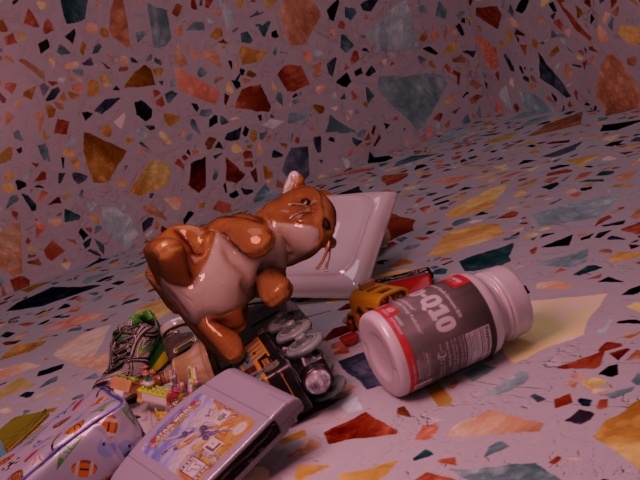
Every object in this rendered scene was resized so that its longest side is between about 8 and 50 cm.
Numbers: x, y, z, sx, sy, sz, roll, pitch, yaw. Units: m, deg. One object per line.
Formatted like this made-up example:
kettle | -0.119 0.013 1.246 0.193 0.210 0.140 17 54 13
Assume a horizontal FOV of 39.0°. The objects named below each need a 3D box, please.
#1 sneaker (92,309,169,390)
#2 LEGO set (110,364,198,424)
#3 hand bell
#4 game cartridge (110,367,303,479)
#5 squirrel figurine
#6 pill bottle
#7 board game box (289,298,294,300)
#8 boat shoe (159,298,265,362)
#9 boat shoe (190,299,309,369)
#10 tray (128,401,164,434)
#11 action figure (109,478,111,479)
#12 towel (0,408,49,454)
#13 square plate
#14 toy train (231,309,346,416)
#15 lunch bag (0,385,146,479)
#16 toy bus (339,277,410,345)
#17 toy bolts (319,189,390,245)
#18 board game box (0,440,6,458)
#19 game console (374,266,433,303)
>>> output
sneaker | -0.443 0.264 2.046 0.134 0.146 0.343 -16 14 8
LEGO set | -0.300 0.286 1.737 0.132 0.107 0.287 -8 21 -32
hand bell | -0.333 0.290 1.869 0.241 0.126 0.126 -20 13 0
game cartridge | -0.190 0.331 1.455 0.198 0.062 0.297 19 51 42
squirrel figurine | -0.155 0.018 1.848 0.370 0.281 0.397 -38 14 -18
pill bottle | 0.227 0.155 1.624 0.283 0.161 0.161 -22 14 -18
board game box | -0.110 0.124 2.442 0.136 0.035 0.201 -27 16 -37
boat shoe | -0.218 0.210 2.111 0.304 0.091 0.109 -14 -29 -8
boat shoe | -0.158 0.225 1.976 0.302 0.094 0.109 -25 44 26
tray | -0.374 0.374 1.768 0.145 0.030 0.270 -18 13 -10
action figure | -0.372 0.418 1.590 0.115 0.030 0.038 -17 8 -8
towel | -0.686 0.430 1.942 0.102 0.021 0.237 -12 14 17
square plate | 0.000 0.000 2.357 0.343 0.049 0.347 -1 50 29
toy train | -0.078 0.243 1.726 0.190 0.142 0.334 -29 15 -8
lunch bag | -0.449 0.379 1.571 0.303 0.115 0.243 -35 14 -23
toy bus | 0.115 0.138 1.958 0.202 0.104 0.191 -13 14 16
toy bolts | 0.085 -0.040 2.565 0.228 0.218 0.158 20 29 39
board game box | -0.783 0.494 1.677 0.253 0.079 0.336 -12 14 19
game console | 0.197 0.122 2.122 0.144 0.085 0.124 -14 -17 11
